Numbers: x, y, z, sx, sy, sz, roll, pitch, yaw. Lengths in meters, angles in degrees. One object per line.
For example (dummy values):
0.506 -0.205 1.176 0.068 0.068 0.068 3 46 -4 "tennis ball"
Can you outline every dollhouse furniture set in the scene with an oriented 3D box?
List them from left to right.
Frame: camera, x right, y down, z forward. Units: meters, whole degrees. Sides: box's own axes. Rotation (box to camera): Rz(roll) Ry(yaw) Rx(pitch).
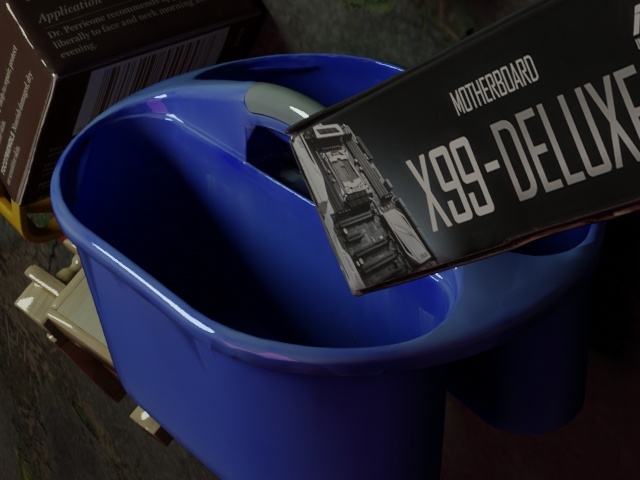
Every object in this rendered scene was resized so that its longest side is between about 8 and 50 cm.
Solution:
-0.046 0.096 1.153 0.303 0.174 0.355 32 165 27 "dollhouse furniture set"

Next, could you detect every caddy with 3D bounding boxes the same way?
0.000 0.000 0.819 0.341 0.241 0.179 32 139 44 "caddy"

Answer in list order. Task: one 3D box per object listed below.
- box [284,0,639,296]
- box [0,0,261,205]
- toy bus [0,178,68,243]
0.165 -0.076 0.505 0.307 0.242 0.077 -21 92 60 "box"
-0.178 -0.168 1.054 0.203 0.168 0.167 58 149 17 "box"
-0.280 -0.084 1.333 0.202 0.104 0.191 -27 86 59 "toy bus"
